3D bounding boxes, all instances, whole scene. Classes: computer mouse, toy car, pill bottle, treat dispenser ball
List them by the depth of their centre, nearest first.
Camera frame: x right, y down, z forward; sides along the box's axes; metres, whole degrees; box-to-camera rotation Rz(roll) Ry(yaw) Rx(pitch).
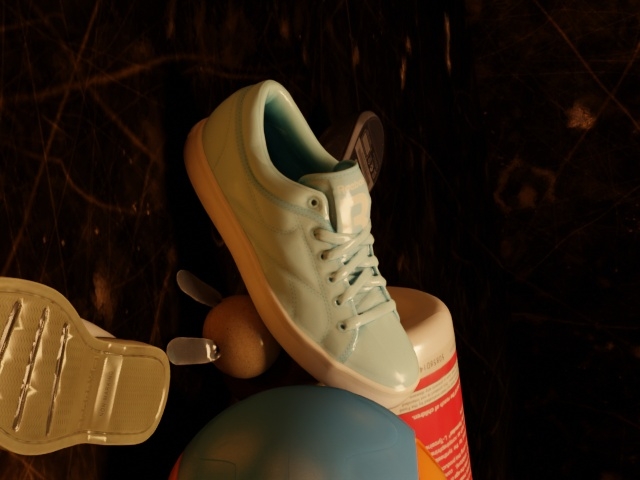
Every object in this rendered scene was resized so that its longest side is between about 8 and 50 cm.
[{"bbox_3d":[-0.012,0.281,1.186,0.288,0.288,0.288,-4,90,-73],"label":"treat dispenser ball"},{"bbox_3d":[-0.087,0.109,1.326,0.188,0.149,0.155,25,54,-38],"label":"toy car"},{"bbox_3d":[0.073,0.281,1.567,0.229,0.229,0.407,-50,133,-66],"label":"pill bottle"},{"bbox_3d":[0.010,-0.077,1.722,0.188,0.072,0.272,73,34,-42],"label":"computer mouse"}]

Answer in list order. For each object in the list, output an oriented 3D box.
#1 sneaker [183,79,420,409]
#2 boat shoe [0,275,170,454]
[{"bbox_3d":[0.000,0.000,1.273,0.366,0.150,0.135,54,44,5],"label":"sneaker"},{"bbox_3d":[-0.215,0.090,0.884,0.302,0.103,0.113,46,57,-66],"label":"boat shoe"}]
